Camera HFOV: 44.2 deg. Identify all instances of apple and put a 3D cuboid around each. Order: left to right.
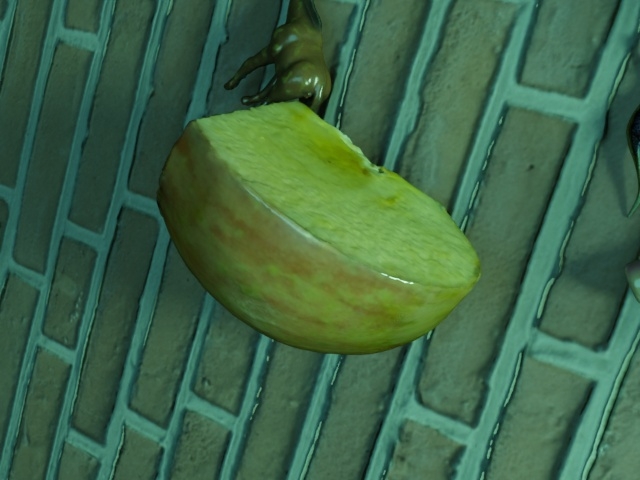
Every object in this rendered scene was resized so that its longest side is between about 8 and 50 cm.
[{"bbox_3d":[0.000,0.000,0.859,0.252,0.314,0.309,-42,78,-15],"label":"apple"}]

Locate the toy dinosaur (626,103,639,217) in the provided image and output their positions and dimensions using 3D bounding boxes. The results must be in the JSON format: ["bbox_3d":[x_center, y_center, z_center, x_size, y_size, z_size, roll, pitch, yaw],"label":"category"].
[{"bbox_3d":[0.335,-0.112,0.783,0.058,0.037,0.180,10,89,53],"label":"toy dinosaur"}]

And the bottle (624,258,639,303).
[{"bbox_3d":[0.352,0.027,0.770,0.096,0.045,0.045,-25,79,25],"label":"bottle"}]

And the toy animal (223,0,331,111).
[{"bbox_3d":[-0.035,-0.260,0.977,0.230,0.066,0.224,-44,56,26],"label":"toy animal"}]
